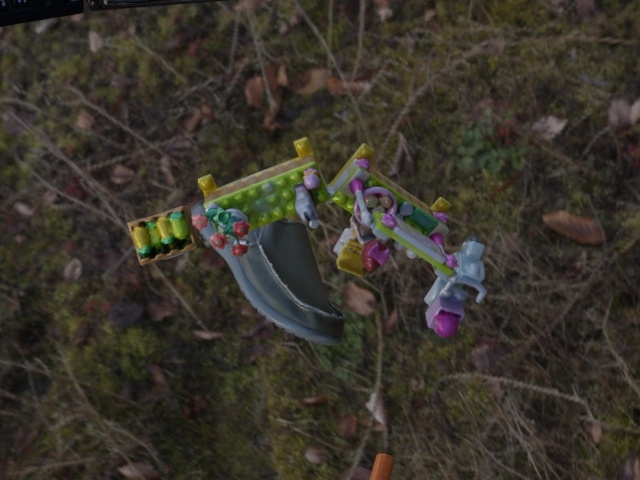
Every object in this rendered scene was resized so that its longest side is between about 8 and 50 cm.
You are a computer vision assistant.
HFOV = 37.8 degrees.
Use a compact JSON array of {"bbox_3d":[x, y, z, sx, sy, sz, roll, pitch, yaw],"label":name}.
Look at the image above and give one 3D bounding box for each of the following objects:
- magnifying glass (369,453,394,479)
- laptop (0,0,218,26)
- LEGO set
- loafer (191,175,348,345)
[{"bbox_3d":[0.046,0.353,1.059,0.026,0.092,0.230,7,56,17],"label":"magnifying glass"},{"bbox_3d":[-0.173,-0.234,0.512,0.265,0.234,0.137,-16,21,-24],"label":"laptop"},{"bbox_3d":[0.000,0.000,0.709,0.287,0.132,0.107,11,25,-12],"label":"LEGO set"},{"bbox_3d":[-0.051,0.016,1.039,0.087,0.094,0.251,-50,61,12],"label":"loafer"}]
